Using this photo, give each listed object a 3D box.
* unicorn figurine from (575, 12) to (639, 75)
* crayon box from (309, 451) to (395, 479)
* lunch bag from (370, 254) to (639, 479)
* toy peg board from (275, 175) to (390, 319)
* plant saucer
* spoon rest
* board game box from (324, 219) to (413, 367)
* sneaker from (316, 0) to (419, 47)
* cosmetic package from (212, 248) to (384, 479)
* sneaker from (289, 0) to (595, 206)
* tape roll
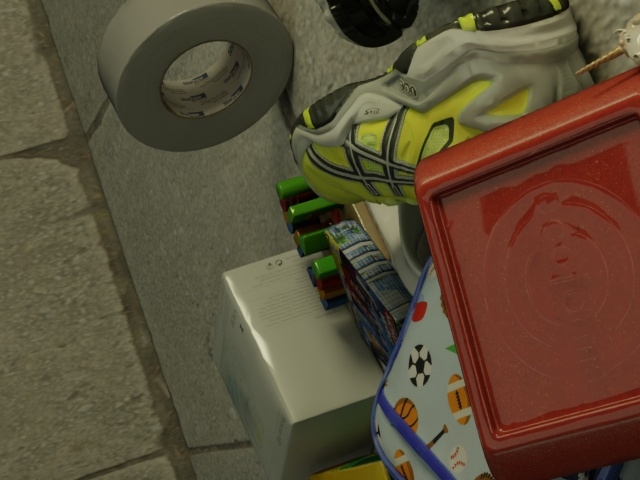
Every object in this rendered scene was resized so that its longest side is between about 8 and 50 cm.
[{"bbox_3d":[0.236,-0.155,0.973,0.111,0.060,0.162,51,136,50],"label":"unicorn figurine"},{"bbox_3d":[0.126,0.415,1.743,0.313,0.106,0.363,141,111,-72],"label":"crayon box"},{"bbox_3d":[0.163,0.156,1.236,0.303,0.115,0.243,48,123,51],"label":"lunch bag"},{"bbox_3d":[0.000,0.000,1.772,0.161,0.079,0.161,109,140,-62],"label":"toy peg board"},{"bbox_3d":[0.180,0.027,1.064,0.259,0.047,0.259,-22,78,39],"label":"plant saucer"},{"bbox_3d":[0.092,-0.020,1.472,0.137,0.084,0.276,90,154,-43],"label":"spoon rest"},{"bbox_3d":[0.093,0.093,1.558,0.194,0.060,0.194,52,168,39],"label":"board game box"},{"bbox_3d":[0.003,-0.296,1.283,0.108,0.100,0.272,-143,39,-70],"label":"sneaker"},{"bbox_3d":[-0.030,0.166,1.926,0.225,0.138,0.224,62,159,27],"label":"cosmetic package"},{"bbox_3d":[0.090,-0.075,1.276,0.384,0.145,0.147,-28,81,65],"label":"sneaker"},{"bbox_3d":[-0.145,-0.207,1.780,0.219,0.219,0.072,93,154,-47],"label":"tape roll"}]
